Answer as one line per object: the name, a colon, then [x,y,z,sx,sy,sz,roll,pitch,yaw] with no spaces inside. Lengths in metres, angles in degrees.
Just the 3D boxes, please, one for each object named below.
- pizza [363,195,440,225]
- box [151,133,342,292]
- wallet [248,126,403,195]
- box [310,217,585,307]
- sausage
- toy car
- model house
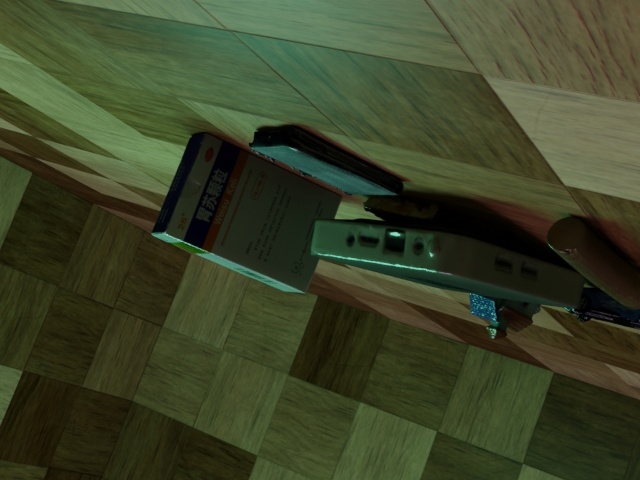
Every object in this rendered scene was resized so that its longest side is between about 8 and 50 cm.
pizza: [0.135,-0.053,1.797,0.131,0.041,0.178,15,175,-5]
box: [-0.134,-0.046,1.966,0.299,0.200,0.106,24,170,-23]
wallet: [0.006,-0.123,1.695,0.222,0.036,0.167,23,172,-25]
box: [0.219,0.035,1.844,0.373,0.090,0.367,17,173,-41]
sausage: [0.428,0.039,1.596,0.066,0.066,0.301,14,168,41]
toy car: [0.533,0.123,1.883,0.216,0.063,0.103,12,170,22]
model house: [0.351,0.123,2.048,0.148,0.148,0.119,30,169,-38]
